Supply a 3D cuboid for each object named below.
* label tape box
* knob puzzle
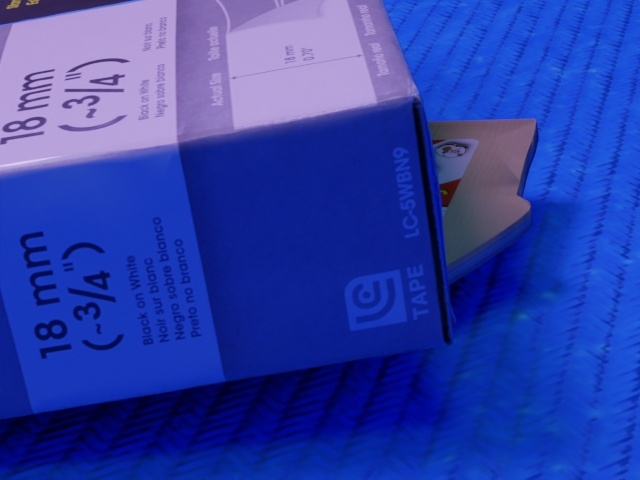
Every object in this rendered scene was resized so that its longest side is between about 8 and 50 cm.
[{"bbox_3d":[-0.129,-0.027,0.656,0.333,0.106,0.241,-10,26,0],"label":"label tape box"},{"bbox_3d":[0.000,0.000,0.707,0.213,0.030,0.213,-8,27,4],"label":"knob puzzle"}]
